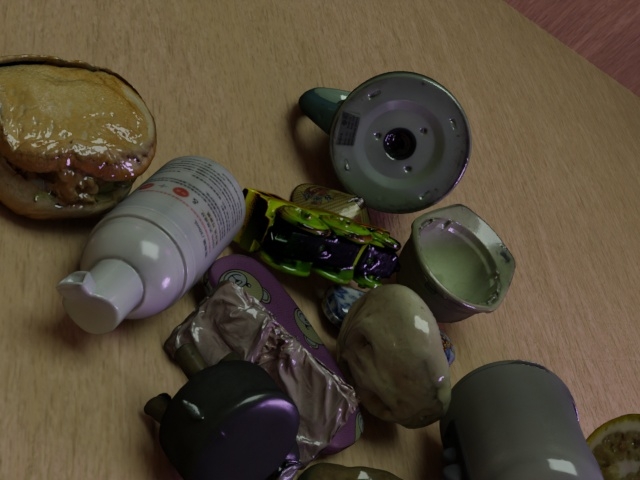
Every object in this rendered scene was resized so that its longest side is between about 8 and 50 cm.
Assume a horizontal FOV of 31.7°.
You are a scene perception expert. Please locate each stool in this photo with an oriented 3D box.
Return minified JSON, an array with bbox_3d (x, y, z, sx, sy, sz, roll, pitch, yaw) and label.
[{"bbox_3d":[-0.115,0.226,1.342,0.153,0.228,0.139,-30,47,-19],"label":"stool"}]

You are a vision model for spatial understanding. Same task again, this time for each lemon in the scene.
[{"bbox_3d":[0.543,0.415,1.836,0.219,0.240,0.240,41,27,-33],"label":"lemon"}]

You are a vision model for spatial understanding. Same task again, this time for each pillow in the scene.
[{"bbox_3d":[-0.074,0.174,1.444,0.248,0.135,0.049,43,5,-5],"label":"pillow"}]

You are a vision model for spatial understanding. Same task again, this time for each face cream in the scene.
[{"bbox_3d":[-0.225,0.019,1.439,0.145,0.145,0.370,43,30,-4],"label":"face cream"}]

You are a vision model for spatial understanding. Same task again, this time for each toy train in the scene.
[{"bbox_3d":[0.000,0.000,1.748,0.296,0.100,0.160,13,14,-46],"label":"toy train"}]

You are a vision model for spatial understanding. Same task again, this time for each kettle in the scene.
[{"bbox_3d":[0.112,-0.216,2.104,0.319,0.247,0.342,21,14,-3],"label":"kettle"}]

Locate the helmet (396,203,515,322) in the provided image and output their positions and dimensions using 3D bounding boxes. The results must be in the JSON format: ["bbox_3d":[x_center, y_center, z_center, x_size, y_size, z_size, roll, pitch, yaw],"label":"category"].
[{"bbox_3d":[0.209,0.062,1.941,0.204,0.137,0.257,50,36,7],"label":"helmet"}]

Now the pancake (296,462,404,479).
[{"bbox_3d":[0.082,0.392,1.425,0.294,0.049,0.294,25,29,-15],"label":"pancake"}]

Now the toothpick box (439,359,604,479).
[{"bbox_3d":[0.274,0.325,1.574,0.229,0.229,0.316,37,18,-15],"label":"toothpick box"}]

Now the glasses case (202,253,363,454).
[{"bbox_3d":[-0.051,0.153,1.555,0.316,0.076,0.123,55,30,13],"label":"glasses case"}]

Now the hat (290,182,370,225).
[{"bbox_3d":[0.046,-0.046,1.931,0.193,0.082,0.193,33,30,-22],"label":"hat"}]

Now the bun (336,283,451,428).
[{"bbox_3d":[0.094,0.173,1.609,0.133,0.231,0.231,-16,59,-16],"label":"bun"}]

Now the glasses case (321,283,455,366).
[{"bbox_3d":[0.110,0.140,1.788,0.248,0.065,0.087,25,29,-30],"label":"glasses case"}]

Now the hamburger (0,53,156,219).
[{"bbox_3d":[-0.343,-0.144,1.496,0.243,0.146,0.286,35,37,-6],"label":"hamburger"}]
